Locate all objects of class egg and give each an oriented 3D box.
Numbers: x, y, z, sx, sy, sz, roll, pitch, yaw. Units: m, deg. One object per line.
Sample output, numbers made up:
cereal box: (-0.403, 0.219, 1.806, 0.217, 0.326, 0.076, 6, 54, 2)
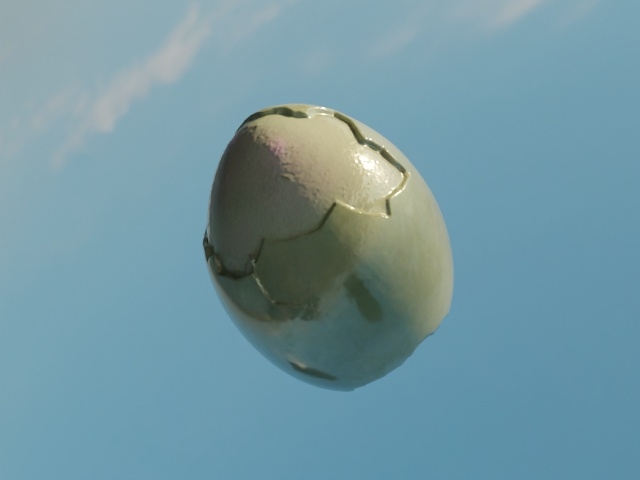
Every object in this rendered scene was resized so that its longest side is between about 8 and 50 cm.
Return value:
egg: (0.000, 0.000, 1.543, 0.278, 0.336, 0.278, -29, -156, 14)
